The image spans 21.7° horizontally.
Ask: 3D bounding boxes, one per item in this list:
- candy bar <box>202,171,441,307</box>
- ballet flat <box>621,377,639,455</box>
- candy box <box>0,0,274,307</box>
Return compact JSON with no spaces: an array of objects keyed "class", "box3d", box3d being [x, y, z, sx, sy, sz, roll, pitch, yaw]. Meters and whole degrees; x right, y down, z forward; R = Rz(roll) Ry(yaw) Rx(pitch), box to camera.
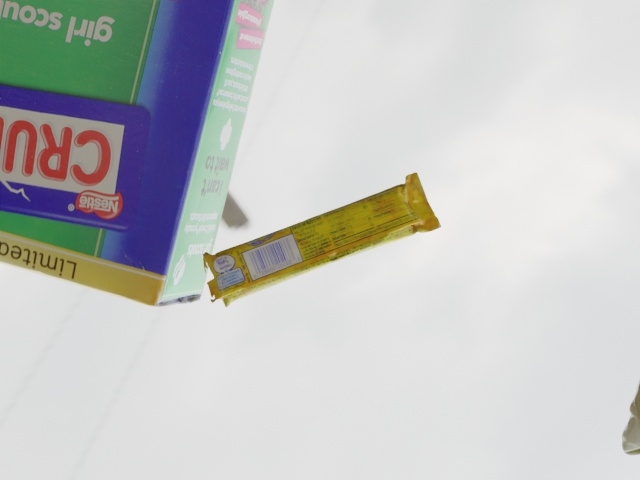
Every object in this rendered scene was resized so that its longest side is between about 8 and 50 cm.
[{"class":"candy bar","box3d":[0.000,0.000,1.074,0.161,0.040,0.018,-21,178,-14]},{"class":"ballet flat","box3d":[0.371,0.245,1.825,0.086,0.249,0.086,-13,175,-1]},{"class":"candy box","box3d":[-0.179,-0.140,1.138,0.268,0.317,0.122,14,-175,13]}]
